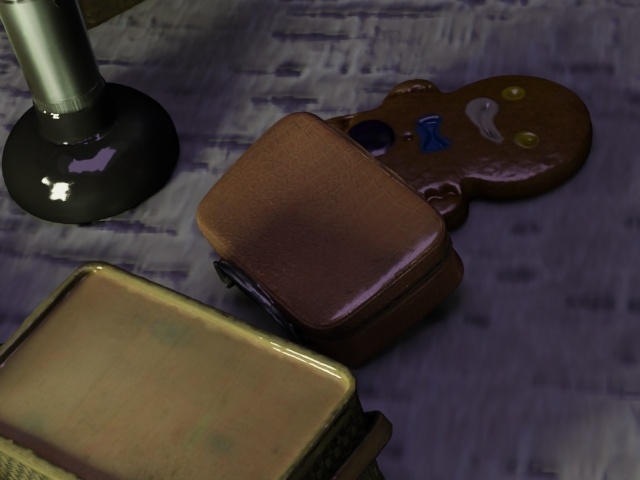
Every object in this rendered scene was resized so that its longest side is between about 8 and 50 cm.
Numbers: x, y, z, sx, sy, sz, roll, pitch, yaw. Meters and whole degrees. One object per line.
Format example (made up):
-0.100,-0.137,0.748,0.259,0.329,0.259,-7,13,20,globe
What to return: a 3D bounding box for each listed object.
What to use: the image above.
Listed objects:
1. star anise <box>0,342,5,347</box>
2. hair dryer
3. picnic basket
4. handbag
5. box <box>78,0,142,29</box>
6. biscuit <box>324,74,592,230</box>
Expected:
-0.325,0.082,1.170,0.212,0.053,0.157,-5,53,5,star anise
-0.154,-0.207,1.261,0.284,0.320,0.155,-25,44,-25,hair dryer
-0.094,0.141,0.992,0.266,0.139,0.165,20,54,30,picnic basket
0.000,0.000,1.139,0.151,0.072,0.193,-41,54,-7,handbag
-0.232,-0.372,1.451,0.184,0.273,0.143,-33,46,-17,box
0.106,-0.079,1.240,0.236,0.039,0.180,-12,43,0,biscuit
